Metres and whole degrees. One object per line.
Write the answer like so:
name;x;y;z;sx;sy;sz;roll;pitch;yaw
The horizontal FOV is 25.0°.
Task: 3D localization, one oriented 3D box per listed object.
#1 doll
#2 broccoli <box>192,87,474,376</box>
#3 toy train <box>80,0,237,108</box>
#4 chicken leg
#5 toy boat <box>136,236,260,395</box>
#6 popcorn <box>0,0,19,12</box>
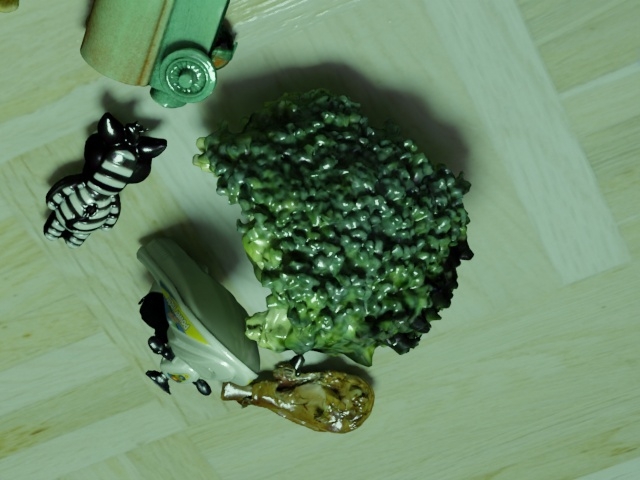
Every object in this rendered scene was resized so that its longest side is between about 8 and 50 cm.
doll;-0.263;-0.072;1.730;0.091;0.067;0.219;24;129;-24
broccoli;-0.011;0.000;1.688;0.347;0.293;0.281;29;160;-10
toy train;-0.159;-0.278;1.556;0.177;0.116;0.285;22;126;-3
chicken leg;-0.031;0.210;1.950;0.207;0.085;0.101;8;171;0
toy boat;-0.157;0.100;1.736;0.140;0.269;0.141;-6;121;-10
popcorn;-0.316;-0.328;1.483;0.194;0.140;0.163;17;147;-39
